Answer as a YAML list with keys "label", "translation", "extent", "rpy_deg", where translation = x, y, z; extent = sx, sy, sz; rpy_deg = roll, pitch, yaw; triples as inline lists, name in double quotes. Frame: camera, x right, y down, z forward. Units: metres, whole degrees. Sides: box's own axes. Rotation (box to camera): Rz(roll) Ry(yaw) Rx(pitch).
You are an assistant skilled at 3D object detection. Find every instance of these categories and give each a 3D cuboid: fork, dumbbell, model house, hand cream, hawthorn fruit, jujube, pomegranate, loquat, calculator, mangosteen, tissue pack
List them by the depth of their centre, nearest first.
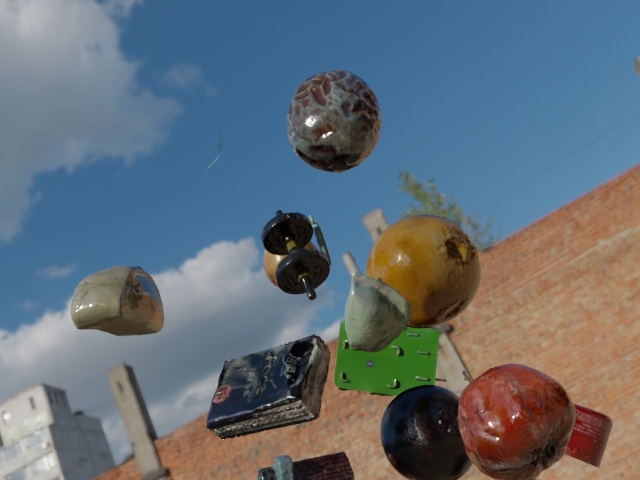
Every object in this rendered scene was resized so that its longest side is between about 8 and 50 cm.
- label: "hawthorn fruit"
  translation: [0.381, 0.353, 1.519]
  extent: [0.242, 0.271, 0.241]
  rpy_deg: [-17, -48, -20]
- label: "fork"
  translation: [-0.236, -0.134, 1.521]
  extent: [0.021, 0.039, 0.235]
  rpy_deg: [20, -65, -6]
- label: "jujube"
  translation: [0.035, -0.309, 1.875]
  extent: [0.247, 0.308, 0.215]
  rpy_deg: [3, -54, -12]
- label: "dumbbell"
  translation: [-0.067, 0.032, 1.910]
  extent: [0.143, 0.325, 0.143]
  rpy_deg: [-13, -43, -12]
- label: "tissue pack"
  translation: [-0.141, 0.389, 1.963]
  extent: [0.333, 0.245, 0.123]
  rpy_deg: [-19, -54, 27]
- label: "calculator"
  translation: [0.000, 0.000, 2.026]
  extent: [0.021, 0.152, 0.095]
  rpy_deg: [-19, 11, -3]
- label: "loquat"
  translation: [0.284, 0.085, 2.043]
  extent: [0.329, 0.328, 0.328]
  rpy_deg: [-23, -24, -11]
- label: "hand cream"
  translation: [0.712, 0.544, 2.102]
  extent: [0.230, 0.230, 0.149]
  rpy_deg: [35, -107, -64]
- label: "mangosteen"
  translation: [0.314, 0.568, 2.153]
  extent: [0.297, 0.296, 0.313]
  rpy_deg: [-22, -3, -12]
- label: "model house"
  translation: [-0.012, 0.827, 2.284]
  extent: [0.360, 0.338, 0.297]
  rpy_deg: [-4, -2, -26]
- label: "pomegranate"
  translation: [-0.087, 0.066, 2.323]
  extent: [0.191, 0.191, 0.191]
  rpy_deg: [-23, -24, -11]
- label: "model house"
  translation: [0.253, 0.400, 2.499]
  extent: [0.358, 0.242, 0.313]
  rpy_deg: [3, -6, 14]

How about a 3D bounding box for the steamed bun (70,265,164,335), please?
- label: "steamed bun"
  translation: [-0.719, 0.209, 2.602]
  extent: [0.247, 0.236, 0.383]
  rpy_deg: [-10, -16, 12]

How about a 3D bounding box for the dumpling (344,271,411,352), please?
- label: "dumpling"
  translation: [0.125, 0.167, 1.732]
  extent: [0.149, 0.105, 0.216]
  rpy_deg: [-19, -64, -23]

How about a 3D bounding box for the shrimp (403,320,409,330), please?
- label: "shrimp"
  translation: [0.195, 0.179, 1.752]
  extent: [0.029, 0.092, 0.038]
  rpy_deg: [-21, 17, -26]
